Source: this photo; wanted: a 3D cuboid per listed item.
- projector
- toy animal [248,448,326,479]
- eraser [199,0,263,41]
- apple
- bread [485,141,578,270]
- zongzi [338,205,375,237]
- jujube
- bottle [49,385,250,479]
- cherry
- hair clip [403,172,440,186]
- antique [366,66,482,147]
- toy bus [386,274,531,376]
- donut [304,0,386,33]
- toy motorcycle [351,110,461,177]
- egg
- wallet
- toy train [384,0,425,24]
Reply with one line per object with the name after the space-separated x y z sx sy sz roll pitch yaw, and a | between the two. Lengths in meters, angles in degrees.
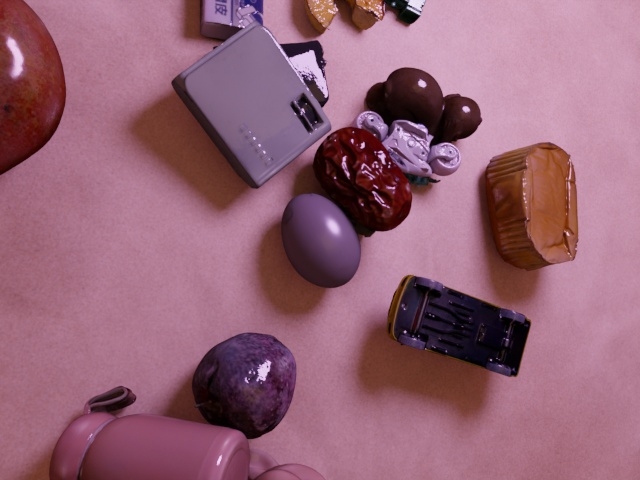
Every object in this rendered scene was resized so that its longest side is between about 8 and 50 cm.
-0.128 -0.258 1.013 0.198 0.108 0.250 -41 110 -12 | projector
-0.106 0.540 0.916 0.326 0.269 0.237 -37 98 13 | toy animal
-0.181 -0.519 1.073 0.124 0.068 0.210 2 83 -19 | eraser
-0.573 -0.246 0.789 0.348 0.277 0.349 1 87 -21 | apple
0.485 -0.074 1.228 0.204 0.156 0.288 -2 83 -28 | bread
0.077 -0.073 1.134 0.104 0.052 0.113 21 64 -11 | zongzi
0.089 -0.123 1.058 0.155 0.155 0.230 -32 62 -20 | jujube
-0.274 0.357 0.858 0.296 0.173 0.207 5 57 13 | bottle
-0.130 0.254 0.947 0.195 0.195 0.195 2 84 -20 | cherry
0.195 -0.146 1.180 0.172 0.049 0.049 4 83 -18 | hair clip
0.244 -0.296 1.168 0.256 0.143 0.121 25 75 -18 | antique
0.279 0.182 1.124 0.331 0.151 0.145 21 84 -19 | toy bus
0.045 -0.529 1.155 0.181 0.078 0.146 -16 89 -15 | donut
0.184 -0.199 1.143 0.254 0.112 0.113 20 77 -4 | toy motorcycle
0.000 0.000 1.041 0.146 0.146 0.199 -25 91 -21 | egg
-0.095 -0.340 1.099 0.250 0.044 0.149 -9 91 -21 | wallet
0.171 -0.587 1.210 0.170 0.071 0.111 20 85 -17 | toy train
